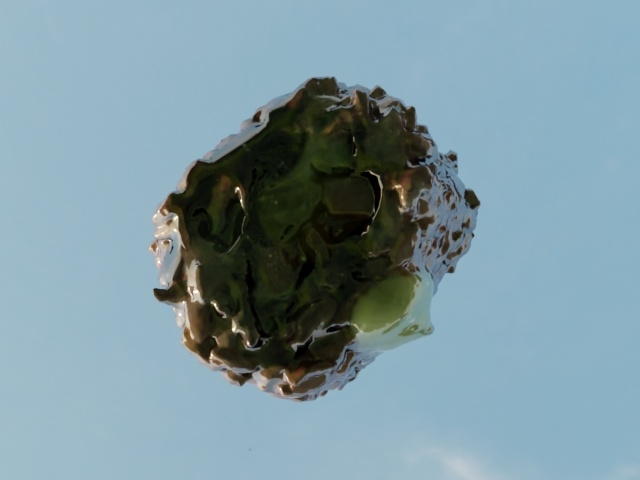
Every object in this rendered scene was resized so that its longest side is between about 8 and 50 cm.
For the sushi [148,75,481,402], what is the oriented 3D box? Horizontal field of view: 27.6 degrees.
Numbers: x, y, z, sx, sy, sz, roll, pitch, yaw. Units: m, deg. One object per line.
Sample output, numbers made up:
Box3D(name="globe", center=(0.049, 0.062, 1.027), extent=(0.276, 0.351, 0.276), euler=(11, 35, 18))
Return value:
Box3D(name="sushi", center=(0.000, 0.000, 1.061), extent=(0.270, 0.171, 0.236), euler=(-43, -107, 1))
